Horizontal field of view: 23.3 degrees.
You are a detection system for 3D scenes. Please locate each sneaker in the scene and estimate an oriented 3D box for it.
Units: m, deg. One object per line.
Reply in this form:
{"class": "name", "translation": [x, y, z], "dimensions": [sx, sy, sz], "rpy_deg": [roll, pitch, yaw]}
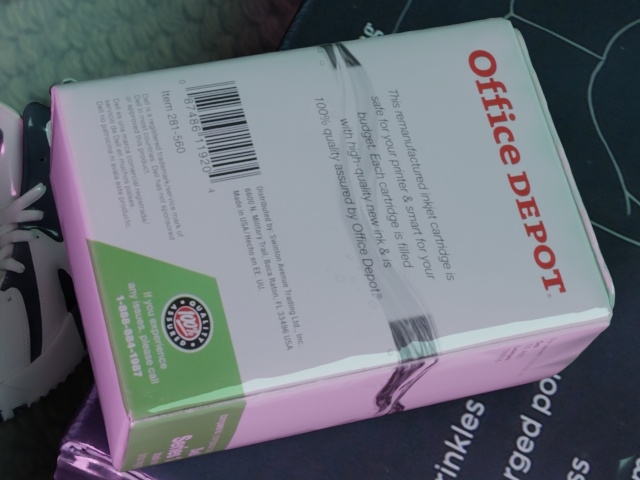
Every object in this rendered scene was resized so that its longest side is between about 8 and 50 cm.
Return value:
{"class": "sneaker", "translation": [-0.183, -0.006, 0.912], "dimensions": [0.235, 0.094, 0.153], "rpy_deg": [-48, 111, -31]}

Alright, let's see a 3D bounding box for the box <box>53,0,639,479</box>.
{"class": "box", "translation": [0.156, 0.057, 0.923], "dimensions": [0.471, 0.297, 0.480], "rpy_deg": [28, 65, -1]}

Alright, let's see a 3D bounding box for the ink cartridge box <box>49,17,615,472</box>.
{"class": "ink cartridge box", "translation": [0.000, 0.000, 0.708], "dimensions": [0.219, 0.092, 0.160], "rpy_deg": [-10, 69, -15]}
